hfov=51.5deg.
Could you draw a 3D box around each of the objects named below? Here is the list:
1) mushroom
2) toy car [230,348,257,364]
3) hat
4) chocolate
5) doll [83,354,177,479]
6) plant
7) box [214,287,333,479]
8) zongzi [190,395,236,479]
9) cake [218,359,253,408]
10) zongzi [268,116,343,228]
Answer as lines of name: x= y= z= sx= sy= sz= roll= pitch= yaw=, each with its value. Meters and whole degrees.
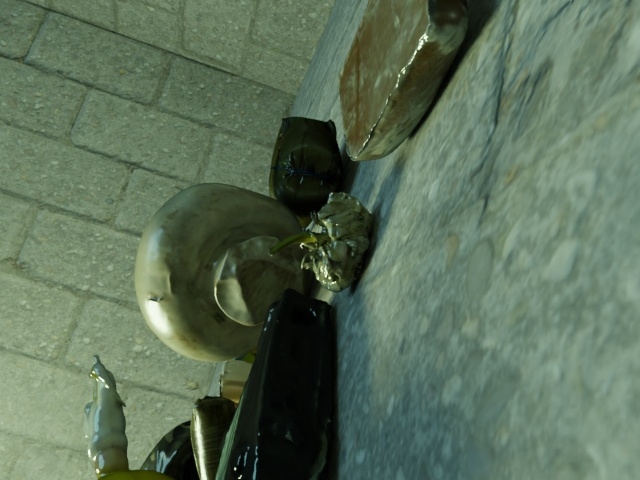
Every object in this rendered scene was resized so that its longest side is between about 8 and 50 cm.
mushroom: x=-0.130 y=0.058 z=1.038 sx=0.290 sy=0.297 sz=0.298 roll=15 pitch=87 yaw=54
toy car: x=-0.189 y=0.188 z=1.443 sx=0.142 sy=0.200 sz=0.248 roll=-43 pitch=17 yaw=-12
hat: x=-0.298 y=0.492 z=1.454 sx=0.381 sy=0.257 sz=0.366 roll=5 pitch=75 yaw=62
chocolate: x=0.095 y=-0.197 z=0.714 sx=0.254 sy=0.080 sz=0.157 roll=118 pitch=152 yaw=-56
doll: x=-0.184 y=0.320 z=0.644 sx=0.348 sy=0.161 sz=0.423 roll=48 pitch=137 yaw=48
plant: x=0.000 y=0.000 z=0.804 sx=0.104 sy=0.122 sz=0.116 roll=100 pitch=175 yaw=-59
box: x=-0.078 y=0.274 z=0.816 sx=0.359 sy=0.091 sz=0.350 roll=-85 pitch=15 yaw=-63
zongzi: x=-0.174 y=0.354 z=1.111 sx=0.184 sy=0.084 sz=0.187 roll=143 pitch=121 yaw=-71
cake: x=-0.143 y=0.344 z=1.261 sx=0.109 sy=0.090 sz=0.225 roll=-106 pitch=16 yaw=-71
zongzi: x=-0.036 y=-0.058 z=1.177 sx=0.260 sy=0.123 sz=0.289 roll=-98 pitch=17 yaw=-65
